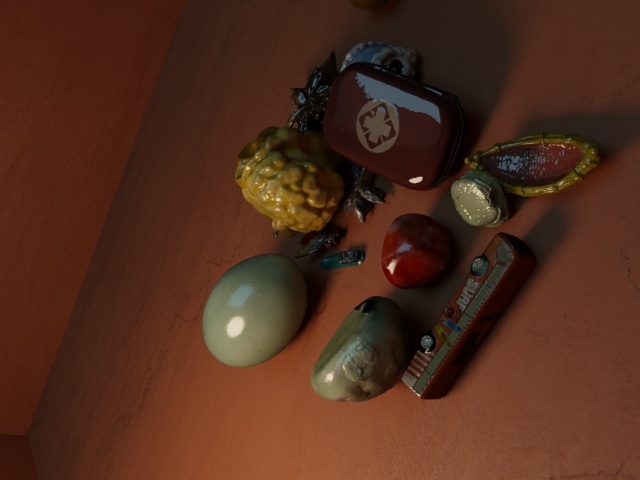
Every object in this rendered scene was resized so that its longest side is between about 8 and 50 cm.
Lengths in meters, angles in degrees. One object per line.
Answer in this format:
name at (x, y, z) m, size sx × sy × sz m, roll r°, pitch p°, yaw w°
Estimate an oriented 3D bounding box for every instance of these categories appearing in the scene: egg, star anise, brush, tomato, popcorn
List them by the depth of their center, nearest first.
tomato at (0.218, 0.024, 1.678) m, size 0.187 × 0.151 × 0.187 m, roll -31°, pitch 52°, yaw 50°
star anise at (0.108, -0.144, 1.966) m, size 0.171 × 0.063 × 0.208 m, roll -35°, pitch 50°, yaw 46°
brush at (0.051, 0.054, 1.989) m, size 0.193 × 0.032 × 0.043 m, roll -10°, pitch 69°, yaw 50°
popcorn at (-0.059, -0.193, 2.000) m, size 0.382 × 0.349 × 0.349 m, roll -49°, pitch 35°, yaw -8°
egg at (-0.191, 0.204, 2.043) m, size 0.389 × 0.276 × 0.276 m, roll -50°, pitch 42°, yaw 26°
star anise at (-0.025, -0.419, 2.222) m, size 0.349 × 0.109 × 0.293 m, roll -29°, pitch 49°, yaw 45°

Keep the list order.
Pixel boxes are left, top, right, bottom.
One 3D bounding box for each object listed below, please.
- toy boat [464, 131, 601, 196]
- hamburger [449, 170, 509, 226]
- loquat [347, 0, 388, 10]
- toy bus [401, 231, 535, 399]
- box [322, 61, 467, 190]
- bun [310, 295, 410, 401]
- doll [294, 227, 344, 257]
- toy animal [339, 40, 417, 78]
toy boat at (0.456, -0.162, 1.478) m, size 0.318 × 0.099 × 0.141 m, roll 3°, pitch 82°, yaw 51°
hamburger at (0.352, -0.088, 1.560) m, size 0.062 × 0.140 × 0.133 m, roll -35°, pitch 29°, yaw -25°
loquat at (0.138, -0.786, 2.096) m, size 0.179 × 0.179 × 0.227 m, roll -56°, pitch 31°, yaw 23°
toy bus at (0.318, 0.170, 1.532) m, size 0.092 × 0.093 × 0.409 m, roll 47°, pitch 115°, yaw 42°
box at (0.177, -0.292, 1.774) m, size 0.403 × 0.108 × 0.263 m, roll 30°, pitch 117°, yaw 32°
bun at (0.118, 0.281, 1.670) m, size 0.293 × 0.187 × 0.293 m, roll -53°, pitch 1°, yaw 1°
doll at (0.000, 0.000, 2.062) m, size 0.169 × 0.057 × 0.109 m, roll -3°, pitch 53°, yaw 40°
toy animal at (0.157, -0.455, 1.951) m, size 0.204 × 0.156 × 0.208 m, roll 43°, pitch 115°, yaw 56°
